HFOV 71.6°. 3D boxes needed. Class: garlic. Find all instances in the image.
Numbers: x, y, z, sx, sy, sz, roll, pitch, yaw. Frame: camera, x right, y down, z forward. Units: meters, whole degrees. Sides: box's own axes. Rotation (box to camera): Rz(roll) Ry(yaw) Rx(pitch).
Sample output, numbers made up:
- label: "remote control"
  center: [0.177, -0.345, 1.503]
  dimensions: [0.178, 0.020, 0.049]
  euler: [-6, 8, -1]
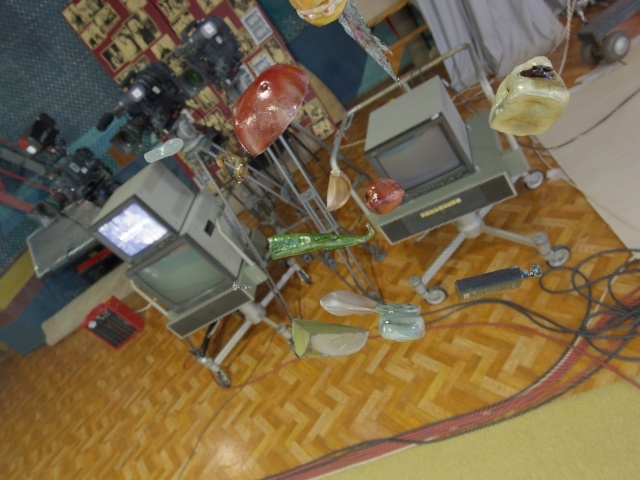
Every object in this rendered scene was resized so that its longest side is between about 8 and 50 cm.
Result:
- label: "garlic"
  center: [0.088, -0.233, 2.125]
  dimensions: [0.128, 0.115, 0.206]
  euler: [-94, 14, -77]
- label: "garlic"
  center: [0.152, 0.331, 2.285]
  dimensions: [0.318, 0.112, 0.143]
  euler: [3, 26, -4]

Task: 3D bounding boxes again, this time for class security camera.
- label: "security camera"
  center: [0.266, 0.268, 1.495]
  dimensions: [0.157, 0.080, 0.301]
  euler: [-2, 4, 6]

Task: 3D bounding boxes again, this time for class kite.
- label: "kite"
  center: [0.122, -0.530, 1.163]
  dimensions: [0.013, 0.323, 0.268]
  euler: [-34, -14, 35]

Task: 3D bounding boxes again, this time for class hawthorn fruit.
- label: "hawthorn fruit"
  center: [0.288, -0.203, 2.036]
  dimensions: [0.179, 0.173, 0.173]
  euler: [-29, 23, -24]

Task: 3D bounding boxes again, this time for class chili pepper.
- label: "chili pepper"
  center: [0.001, 0.000, 1.490]
  dimensions: [0.359, 0.085, 0.076]
  euler: [-9, 16, 5]

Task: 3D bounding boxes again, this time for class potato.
- label: "potato"
  center: [0.044, 0.354, 1.546]
  dimensions: [0.269, 0.255, 0.112]
  euler: [-170, 86, -76]

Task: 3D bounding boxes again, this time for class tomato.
- label: "tomato"
  center: [-0.187, -0.457, 1.475]
  dimensions: [0.338, 0.144, 0.338]
  euler: [-38, 33, 31]

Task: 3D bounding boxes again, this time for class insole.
- label: "insole"
  center: [-0.550, -0.319, 1.566]
  dimensions: [0.153, 0.053, 0.002]
  euler: [-34, 7, -30]

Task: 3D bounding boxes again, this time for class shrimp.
- label: "shrimp"
  center: [-0.258, -0.218, 1.308]
  dimensions: [0.045, 0.095, 0.162]
  euler: [-48, 34, 23]

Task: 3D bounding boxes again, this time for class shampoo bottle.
- label: "shampoo bottle"
  center: [0.665, 0.154, 1.665]
  dimensions: [0.309, 0.098, 0.071]
  euler: [-14, 55, 9]

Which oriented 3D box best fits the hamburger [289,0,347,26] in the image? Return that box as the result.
- label: "hamburger"
  center: [-0.016, -1.032, 1.776]
  dimensions: [0.276, 0.237, 0.276]
  euler: [-10, 73, 34]

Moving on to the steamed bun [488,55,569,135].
- label: "steamed bun"
  center: [0.495, -0.353, 1.054]
  dimensions: [0.172, 0.141, 0.155]
  euler: [105, 178, -72]

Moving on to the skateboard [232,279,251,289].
- label: "skateboard"
  center: [-0.271, 0.157, 1.524]
  dimensions: [0.083, 0.064, 0.032]
  euler: [128, 147, -78]
